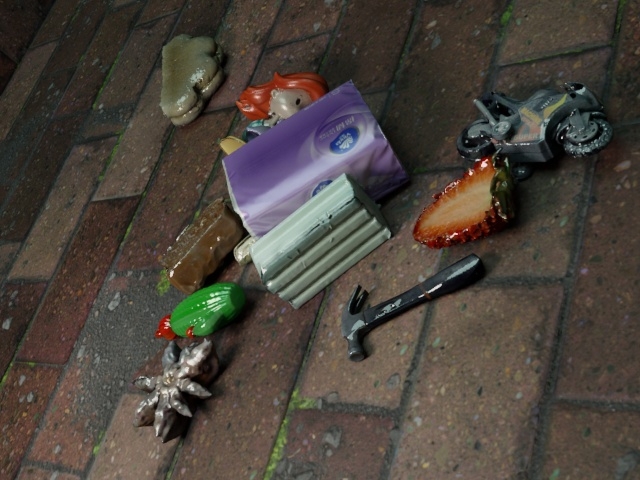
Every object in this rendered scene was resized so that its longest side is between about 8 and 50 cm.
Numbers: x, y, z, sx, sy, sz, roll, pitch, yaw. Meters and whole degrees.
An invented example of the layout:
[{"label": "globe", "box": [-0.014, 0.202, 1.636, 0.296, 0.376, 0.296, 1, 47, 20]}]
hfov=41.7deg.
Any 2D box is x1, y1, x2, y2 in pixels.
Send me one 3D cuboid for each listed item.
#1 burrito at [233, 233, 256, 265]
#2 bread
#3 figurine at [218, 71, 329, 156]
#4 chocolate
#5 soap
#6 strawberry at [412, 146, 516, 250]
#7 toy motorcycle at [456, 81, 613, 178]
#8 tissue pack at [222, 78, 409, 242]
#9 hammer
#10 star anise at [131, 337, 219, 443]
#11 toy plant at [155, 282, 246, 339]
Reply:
[{"label": "burrito", "box": [-0.112, -0.016, 1.820, 0.188, 0.045, 0.058, -38, 66, 8]}, {"label": "bread", "box": [-0.357, -0.472, 2.352, 0.183, 0.102, 0.337, -28, 45, 22]}, {"label": "figurine", "box": [-0.110, -0.279, 1.933, 0.257, 0.181, 0.208, -57, 12, -21]}, {"label": "chocolate", "box": [-0.256, 0.012, 1.875, 0.214, 0.093, 0.148, -46, 24, 1]}, {"label": "soap", "box": [0.000, 0.000, 1.625, 0.261, 0.150, 0.094, -38, 45, 11]}, {"label": "strawberry", "box": [0.268, -0.060, 1.493, 0.208, 0.087, 0.167, -23, 46, 50]}, {"label": "toy motorcycle", "box": [0.386, -0.207, 1.490, 0.307, 0.108, 0.173, 7, 55, 45]}, {"label": "tissue pack", "box": [-0.021, -0.146, 1.717, 0.338, 0.160, 0.242, -30, 41, 5]}, {"label": "hammer", "box": [0.160, 0.098, 1.493, 0.289, 0.037, 0.137, -30, 45, 21]}, {"label": "star anise", "box": [-0.290, 0.291, 1.697, 0.236, 0.093, 0.229, -38, 42, 14]}, {"label": "toy plant", "box": [-0.254, 0.149, 1.788, 0.240, 0.088, 0.155, -10, 35, 54]}]
